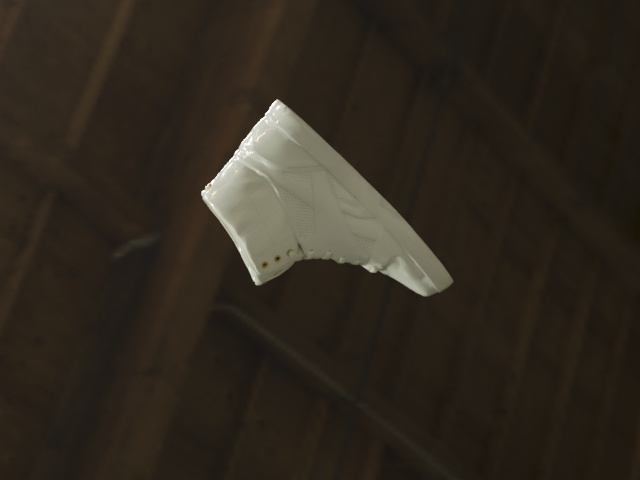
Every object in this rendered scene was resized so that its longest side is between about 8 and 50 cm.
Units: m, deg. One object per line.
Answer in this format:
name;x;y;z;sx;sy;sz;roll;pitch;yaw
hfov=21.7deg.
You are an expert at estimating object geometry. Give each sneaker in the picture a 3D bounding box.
sneaker;0.000;0.000;1.867;0.292;0.108;0.169;43;-91;-17
